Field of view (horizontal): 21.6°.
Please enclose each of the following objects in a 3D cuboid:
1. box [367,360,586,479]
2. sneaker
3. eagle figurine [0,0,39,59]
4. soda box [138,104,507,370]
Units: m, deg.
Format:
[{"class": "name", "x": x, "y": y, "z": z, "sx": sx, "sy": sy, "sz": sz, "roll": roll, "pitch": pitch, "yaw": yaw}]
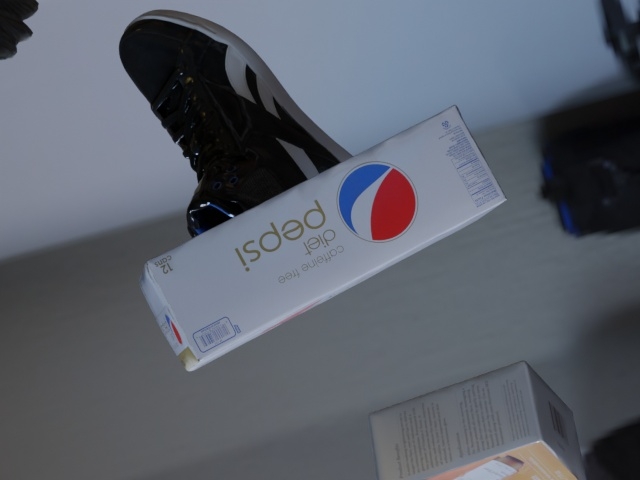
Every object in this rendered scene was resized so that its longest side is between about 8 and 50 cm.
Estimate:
[{"class": "box", "x": 0.153, "y": 0.205, "z": 1.634, "sx": 0.130, "sy": 0.170, "sz": 0.091, "roll": 44, "pitch": -149, "yaw": -49}, {"class": "sneaker", "x": -0.071, "y": -0.064, "z": 1.113, "sx": 0.217, "sy": 0.121, "sz": 0.079, "roll": 40, "pitch": 131, "yaw": 9}, {"class": "eagle figurine", "x": -0.275, "y": -0.189, "z": 0.701, "sx": 0.226, "sy": 0.298, "sz": 0.225, "roll": 95, "pitch": 167, "yaw": -45}, {"class": "soda box", "x": 0.000, "y": 0.000, "z": 1.025, "sx": 0.069, "sy": 0.216, "sz": 0.074, "roll": 62, "pitch": 167, "yaw": 4}]
